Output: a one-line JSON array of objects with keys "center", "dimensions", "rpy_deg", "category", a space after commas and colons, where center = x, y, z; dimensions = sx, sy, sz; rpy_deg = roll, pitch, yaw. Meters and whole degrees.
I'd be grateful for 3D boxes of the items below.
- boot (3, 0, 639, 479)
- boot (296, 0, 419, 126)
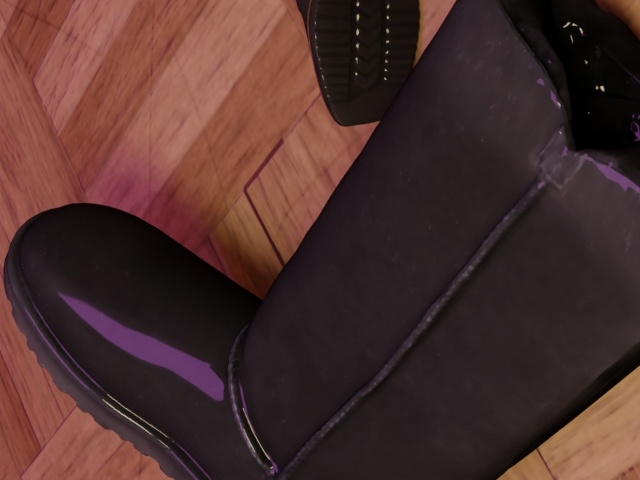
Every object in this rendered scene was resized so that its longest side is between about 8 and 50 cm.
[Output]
[{"center": [0.002, 0.001, 0.794], "dimensions": [0.367, 0.146, 0.445], "rpy_deg": [44, 136, 7], "category": "boot"}, {"center": [-0.002, -0.180, 0.870], "dimensions": [0.137, 0.077, 0.198], "rpy_deg": [18, 114, 62], "category": "boot"}]
